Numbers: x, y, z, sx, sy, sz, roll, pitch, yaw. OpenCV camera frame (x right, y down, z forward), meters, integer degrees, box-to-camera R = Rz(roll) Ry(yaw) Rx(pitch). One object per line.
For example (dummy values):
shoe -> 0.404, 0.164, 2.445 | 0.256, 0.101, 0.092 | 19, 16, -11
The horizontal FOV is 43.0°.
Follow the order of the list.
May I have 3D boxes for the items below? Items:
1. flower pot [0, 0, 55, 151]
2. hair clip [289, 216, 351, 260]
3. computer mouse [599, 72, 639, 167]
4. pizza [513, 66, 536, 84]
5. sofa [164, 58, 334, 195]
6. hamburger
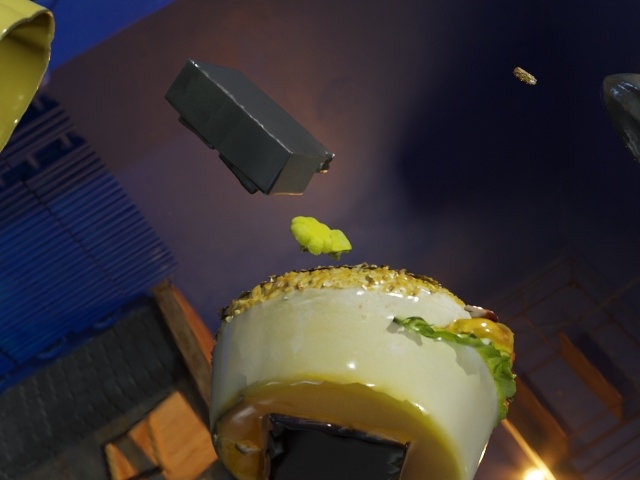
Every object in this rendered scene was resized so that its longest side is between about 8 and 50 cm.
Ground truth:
flower pot -> -0.339, -0.145, 0.648 | 0.179, 0.195, 0.195 | 31, -1, -9
hair clip -> 0.000, 0.000, 1.329 | 0.072, 0.046, 0.173 | 55, 14, 22
computer mouse -> 0.473, -0.122, 1.065 | 0.137, 0.086, 0.270 | -13, 71, -48
pizza -> 0.338, -0.272, 1.348 | 0.037, 0.016, 0.083 | 40, 20, 20
sofa -> -0.068, -0.100, 0.755 | 0.147, 0.060, 0.085 | 43, 23, 19
hamburger -> 0.033, 0.145, 0.782 | 0.276, 0.294, 0.179 | 92, 9, -45
